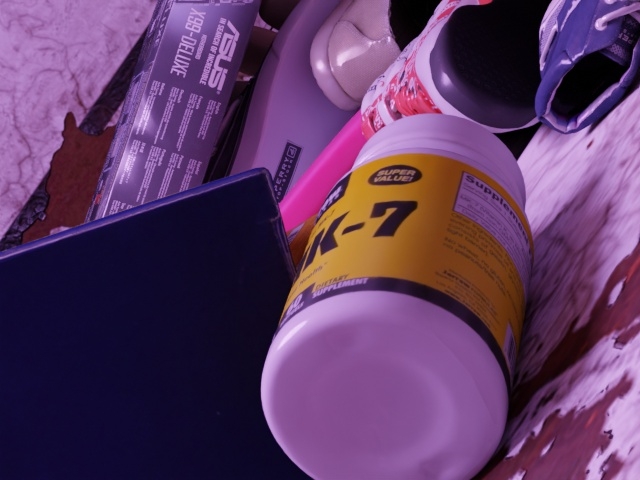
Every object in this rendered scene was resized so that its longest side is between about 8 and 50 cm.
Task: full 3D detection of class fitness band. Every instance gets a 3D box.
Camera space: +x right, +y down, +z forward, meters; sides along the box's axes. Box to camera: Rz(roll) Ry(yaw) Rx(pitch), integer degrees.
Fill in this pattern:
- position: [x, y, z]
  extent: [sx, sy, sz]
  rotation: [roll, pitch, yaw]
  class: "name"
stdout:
- position: [0.000, 0.000, 1.470]
  extent: [0.291, 0.054, 0.209]
  rotation: [-49, 12, 36]
  class: "fitness band"

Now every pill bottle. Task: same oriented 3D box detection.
- position: [0.047, 0.026, 0.976]
  extent: [0.119, 0.119, 0.208]
  rotation: [-49, 12, 31]
  class: "pill bottle"

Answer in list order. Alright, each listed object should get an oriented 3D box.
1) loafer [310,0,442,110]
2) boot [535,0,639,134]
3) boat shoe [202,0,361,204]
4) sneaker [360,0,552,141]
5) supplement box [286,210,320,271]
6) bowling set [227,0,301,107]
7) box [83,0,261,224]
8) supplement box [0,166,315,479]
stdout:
- position: [0.083, -0.218, 1.676]
  extent: [0.092, 0.102, 0.268]
  rotation: [-7, 43, 38]
  class: "loafer"
- position: [0.183, -0.142, 1.065]
  extent: [0.086, 0.069, 0.190]
  rotation: [-76, 14, -45]
  class: "boot"
- position: [-0.047, -0.091, 1.693]
  extent: [0.102, 0.108, 0.301]
  rotation: [11, 79, 48]
  class: "boat shoe"
- position: [0.087, -0.091, 1.260]
  extent: [0.145, 0.090, 0.270]
  rotation: [-52, 7, 25]
  class: "sneaker"
- position: [0.020, 0.024, 1.229]
  extent: [0.080, 0.078, 0.233]
  rotation: [-55, 10, -18]
  class: "supplement box"
- position: [-0.035, -0.109, 1.836]
  extent: [0.287, 0.154, 0.200]
  rotation: [153, 131, -67]
  class: "bowling set"
- position: [-0.135, -0.109, 1.690]
  extent: [0.242, 0.076, 0.307]
  rotation: [174, 115, -79]
  class: "box"
- position: [-0.122, 0.084, 1.162]
  extent: [0.195, 0.194, 0.356]
  rotation: [-19, 3, -13]
  class: "supplement box"
